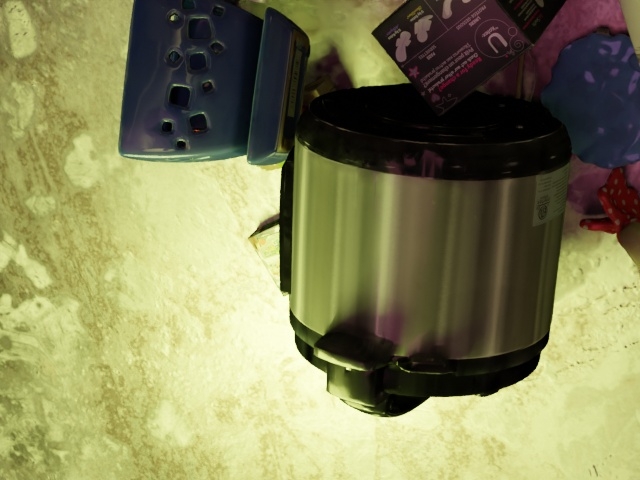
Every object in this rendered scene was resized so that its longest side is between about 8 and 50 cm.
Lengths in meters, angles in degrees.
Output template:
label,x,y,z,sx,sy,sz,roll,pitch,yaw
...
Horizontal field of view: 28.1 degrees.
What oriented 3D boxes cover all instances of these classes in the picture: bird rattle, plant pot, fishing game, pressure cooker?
label,x,y,z,sx,sy,sz,roll,pitch,yaw
bird rattle,0.466,0.022,1.722,0.143,0.207,0.253,-39,106,13
plant pot,-0.134,-0.213,1.732,0.212,0.236,0.236,8,94,7
fishing game,0.388,-0.192,1.729,0.264,0.041,0.189,11,112,26
pressure cooker,0.135,0.026,1.707,0.370,0.375,0.420,-4,110,-15

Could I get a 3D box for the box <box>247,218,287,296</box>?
label,x,y,z,sx,sy,sz,roll,pitch,yaw
box,0.000,0.000,1.980,0.207,0.036,0.114,-24,104,29

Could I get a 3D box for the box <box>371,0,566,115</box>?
label,x,y,z,sx,sy,sz,roll,pitch,yaw
box,0.198,-0.288,1.639,0.163,0.247,0.142,-37,96,31

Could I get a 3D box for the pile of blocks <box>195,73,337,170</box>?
label,x,y,z,sx,sy,sz,roll,pitch,yaw
pile of blocks,-0.131,-0.161,1.910,0.362,0.112,0.149,3,115,21

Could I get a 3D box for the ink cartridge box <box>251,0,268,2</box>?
label,x,y,z,sx,sy,sz,roll,pitch,yaw
ink cartridge box,-0.070,-0.509,1.663,0.119,0.207,0.353,16,118,18

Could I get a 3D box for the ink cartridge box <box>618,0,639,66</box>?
label,x,y,z,sx,sy,sz,roll,pitch,yaw
ink cartridge box,0.468,-0.289,1.544,0.117,0.207,0.283,-2,116,49
